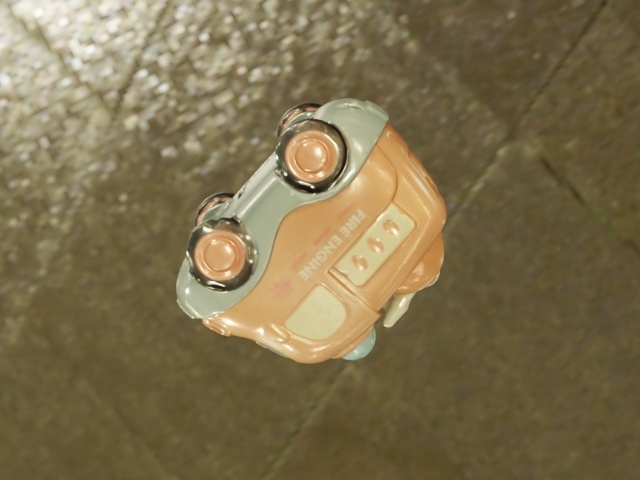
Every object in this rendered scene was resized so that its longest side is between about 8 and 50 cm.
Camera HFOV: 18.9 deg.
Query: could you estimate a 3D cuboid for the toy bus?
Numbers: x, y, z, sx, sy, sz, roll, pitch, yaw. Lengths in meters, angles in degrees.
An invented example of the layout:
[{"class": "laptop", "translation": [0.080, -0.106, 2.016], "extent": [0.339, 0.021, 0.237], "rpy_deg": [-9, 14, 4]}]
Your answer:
[{"class": "toy bus", "translation": [0.000, 0.000, 1.967], "extent": [0.232, 0.194, 0.287], "rpy_deg": [40, 97, -10]}]
